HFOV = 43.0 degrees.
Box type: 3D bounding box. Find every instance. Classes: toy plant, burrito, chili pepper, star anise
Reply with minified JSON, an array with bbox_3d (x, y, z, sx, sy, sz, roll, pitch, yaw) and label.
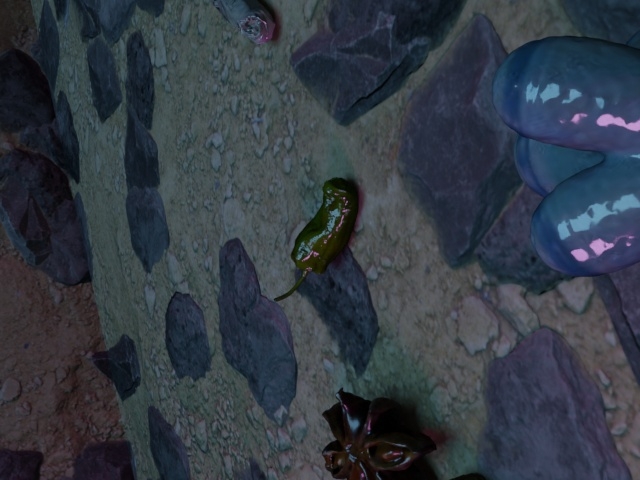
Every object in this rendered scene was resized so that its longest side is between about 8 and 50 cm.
[{"bbox_3d":[0.262,-0.077,0.589,0.332,0.247,0.247,2,98,61],"label":"toy plant"},{"bbox_3d":[-0.133,-0.381,1.331,0.203,0.064,0.064,52,138,42],"label":"burrito"},{"bbox_3d":[-0.002,-0.002,1.188,0.204,0.073,0.072,-63,26,28],"label":"chili pepper"},{"bbox_3d":[0.087,0.296,1.091,0.220,0.099,0.214,33,138,46],"label":"star anise"}]

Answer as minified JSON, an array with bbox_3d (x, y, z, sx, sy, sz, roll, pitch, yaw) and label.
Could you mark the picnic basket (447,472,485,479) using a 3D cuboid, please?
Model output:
[{"bbox_3d":[0.160,0.320,0.974,0.072,0.083,0.072,17,110,57],"label":"picnic basket"}]
